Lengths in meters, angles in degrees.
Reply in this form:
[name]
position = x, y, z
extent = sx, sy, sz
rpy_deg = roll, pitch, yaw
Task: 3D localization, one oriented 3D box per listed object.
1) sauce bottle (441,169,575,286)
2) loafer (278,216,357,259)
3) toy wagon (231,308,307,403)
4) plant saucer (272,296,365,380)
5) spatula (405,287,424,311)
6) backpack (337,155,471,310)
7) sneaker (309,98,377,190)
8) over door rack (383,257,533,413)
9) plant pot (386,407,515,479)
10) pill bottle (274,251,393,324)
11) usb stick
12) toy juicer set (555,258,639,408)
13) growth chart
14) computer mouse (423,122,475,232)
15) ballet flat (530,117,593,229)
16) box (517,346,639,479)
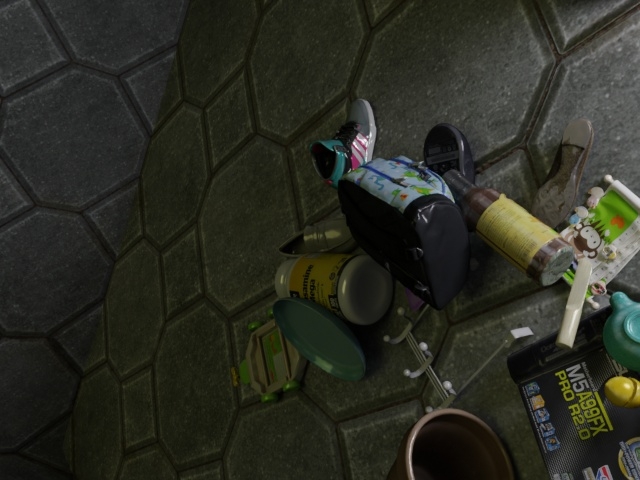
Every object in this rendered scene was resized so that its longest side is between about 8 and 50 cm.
[sauce bottle]
position = 0.391, -0.043, 1.336
extent = 0.344, 0.111, 0.111
rpy_deg = 48, 118, 37
[loafer]
position = 0.000, 0.000, 1.825
extent = 0.319, 0.111, 0.112
rpy_deg = -27, 61, 43
[toy wagon]
position = -0.172, 0.387, 1.983
extent = 0.344, 0.068, 0.267
rpy_deg = -38, 56, 39
[plant saucer]
position = 0.001, 0.265, 1.686
extent = 0.318, 0.317, 0.043
rpy_deg = 1, 41, 49
[spatula]
position = 0.214, 0.054, 1.630
extent = 0.084, 0.030, 0.296
rpy_deg = -51, 48, 28
[backpack]
position = 0.186, -0.053, 1.431
extent = 0.273, 0.290, 0.356
rpy_deg = -41, 40, -23
[sneaker]
position = 0.056, -0.284, 1.767
extent = 0.124, 0.178, 0.295
rpy_deg = -2, 80, 49
[over door rack]
position = 0.297, 0.225, 1.441
extent = 0.324, 0.108, 0.239
rpy_deg = -52, 48, 29
[plant pot]
position = 0.256, 0.531, 1.348
extent = 0.229, 0.263, 0.263
rpy_deg = 124, 137, -51
[pill bottle]
position = 0.025, 0.127, 1.713
extent = 0.334, 0.188, 0.187
rpy_deg = 1, 83, 50
[usb stick]
position = 0.503, 0.220, 1.251
extent = 0.278, 0.045, 0.077
rpy_deg = -40, 47, 37
[toy juicer set]
position = 0.558, 0.198, 1.095
extent = 0.209, 0.089, 0.329
rpy_deg = -48, 52, -8
[growth chart]
position = 0.568, -0.001, 1.240
extent = 0.172, 0.021, 0.237
rpy_deg = 49, 118, 43
[computer mouse]
position = 0.324, -0.156, 1.524
extent = 0.188, 0.072, 0.272
rpy_deg = -1, 94, 47
[ballet flat]
position = 0.521, -0.138, 1.304
extent = 0.084, 0.058, 0.249
rpy_deg = 22, 105, 29
[box]
position = 0.511, 0.352, 1.124
extent = 0.216, 0.060, 0.270
rpy_deg = -31, 46, 26
